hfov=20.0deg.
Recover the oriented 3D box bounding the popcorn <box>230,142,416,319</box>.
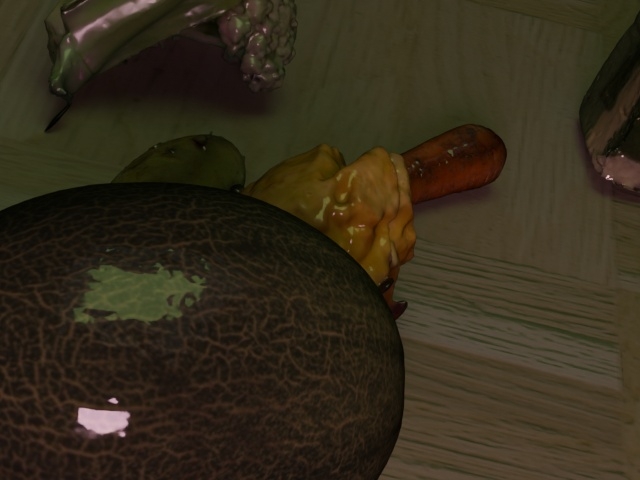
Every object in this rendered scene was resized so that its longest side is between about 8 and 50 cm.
[{"bbox_3d":[0.000,0.000,1.294,0.152,0.148,0.167,46,49,8],"label":"popcorn"}]

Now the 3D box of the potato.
[{"bbox_3d":[-0.121,-0.013,1.316,0.085,0.105,0.188,56,32,-14],"label":"potato"}]

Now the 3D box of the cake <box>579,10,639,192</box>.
[{"bbox_3d":[0.317,-0.177,1.591,0.172,0.283,0.158,-6,33,-2],"label":"cake"}]

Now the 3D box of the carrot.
[{"bbox_3d":[0.087,-0.055,1.505,0.161,0.055,0.055,-22,46,-34],"label":"carrot"}]

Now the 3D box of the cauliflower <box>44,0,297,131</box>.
[{"bbox_3d":[-0.150,-0.217,1.541,0.239,0.256,0.315,35,67,24],"label":"cauliflower"}]

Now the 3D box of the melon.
[{"bbox_3d":[-0.092,0.082,1.031,0.302,0.237,0.237,0,34,-30],"label":"melon"}]
